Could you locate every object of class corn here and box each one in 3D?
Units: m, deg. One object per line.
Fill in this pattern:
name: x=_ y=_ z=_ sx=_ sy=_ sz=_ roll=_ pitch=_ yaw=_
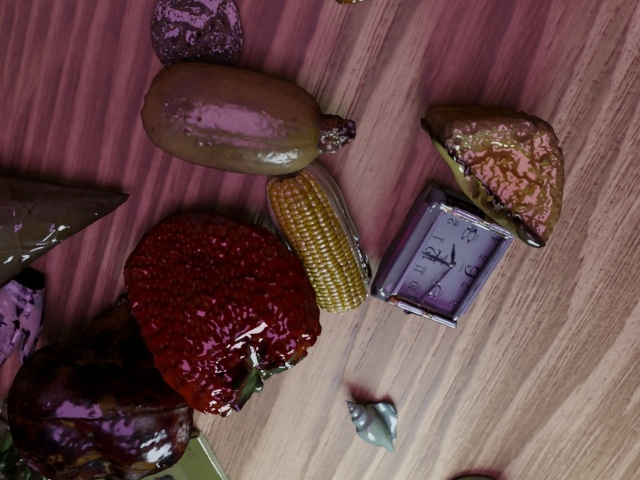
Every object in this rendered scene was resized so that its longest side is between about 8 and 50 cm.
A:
corn: x=0.000 y=-0.003 z=1.364 sx=0.123 sy=0.122 sz=0.305 roll=-40 pitch=125 yaw=-29

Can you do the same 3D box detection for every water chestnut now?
water chestnut: x=-0.388 y=0.267 z=1.412 sx=0.335 sy=0.335 sz=0.346 roll=10 pitch=88 yaw=-7

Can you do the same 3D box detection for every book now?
book: x=-0.381 y=0.541 z=1.691 sx=0.352 sy=0.035 sz=0.239 roll=-17 pitch=120 yaw=7

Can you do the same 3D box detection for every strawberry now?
strawberry: x=-0.175 y=0.101 z=1.341 sx=0.312 sy=0.267 sz=0.351 roll=-42 pitch=79 yaw=10

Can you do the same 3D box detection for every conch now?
conch: x=0.109 y=0.373 z=1.602 sx=0.065 sy=0.088 sz=0.180 roll=-1 pitch=140 yaw=50

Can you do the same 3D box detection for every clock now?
clock: x=0.221 y=0.031 z=1.397 sx=0.186 sy=0.083 sz=0.253 roll=22 pitch=116 yaw=-13

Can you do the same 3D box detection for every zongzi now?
zongzi: x=-0.550 y=0.050 z=1.317 sx=0.393 sy=0.174 sz=0.356 roll=10 pitch=100 yaw=-14

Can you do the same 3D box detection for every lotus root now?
lotus root: x=-0.112 y=-0.184 z=1.225 sx=0.343 sy=0.151 sz=0.169 roll=11 pitch=135 yaw=-5

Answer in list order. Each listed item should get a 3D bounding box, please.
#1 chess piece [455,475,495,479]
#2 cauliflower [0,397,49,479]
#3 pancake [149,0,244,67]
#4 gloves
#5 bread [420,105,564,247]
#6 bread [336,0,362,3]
chess piece: x=0.345 y=0.655 z=1.622 sx=0.176 sy=0.298 sz=0.175 roll=-2 pitch=118 yaw=-3
cauliflower: x=-0.604 y=0.416 z=1.524 sx=0.275 sy=0.272 sz=0.250 roll=26 pitch=85 yaw=-30
pancake: x=-0.194 y=-0.327 z=1.223 sx=0.158 sy=0.028 sz=0.158 roll=-2 pitch=120 yaw=-4
gloves: x=-0.581 y=0.155 z=1.436 sx=0.128 sy=0.111 sz=0.212 roll=18 pitch=116 yaw=-32
bread: x=0.290 y=-0.134 z=1.251 sx=0.162 sy=0.204 sz=0.262 roll=-43 pitch=108 yaw=7
bread: x=0.047 y=-0.398 z=1.179 sx=0.083 sy=0.046 sz=0.081 roll=-31 pitch=110 yaw=17
